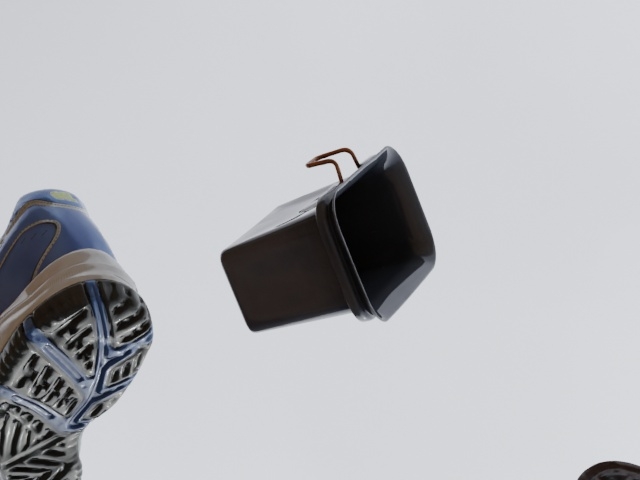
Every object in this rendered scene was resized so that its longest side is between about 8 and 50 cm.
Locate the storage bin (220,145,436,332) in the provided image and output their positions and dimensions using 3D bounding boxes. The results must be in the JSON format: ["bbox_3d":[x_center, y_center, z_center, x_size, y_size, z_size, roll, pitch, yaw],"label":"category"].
[{"bbox_3d":[0.000,0.000,0.998,0.091,0.135,0.098,-17,-79,23],"label":"storage bin"}]

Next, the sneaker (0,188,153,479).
[{"bbox_3d":[-0.141,0.066,0.717,0.211,0.080,0.081,-50,-134,32],"label":"sneaker"}]

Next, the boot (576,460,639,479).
[{"bbox_3d":[0.203,0.212,0.817,0.082,0.106,0.219,-30,-122,-29],"label":"boot"}]
